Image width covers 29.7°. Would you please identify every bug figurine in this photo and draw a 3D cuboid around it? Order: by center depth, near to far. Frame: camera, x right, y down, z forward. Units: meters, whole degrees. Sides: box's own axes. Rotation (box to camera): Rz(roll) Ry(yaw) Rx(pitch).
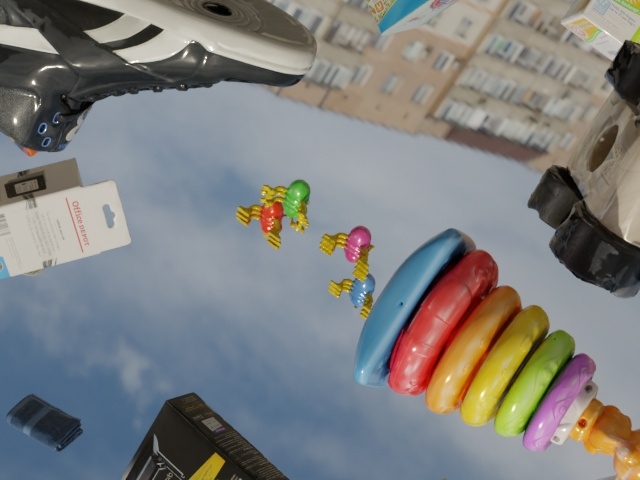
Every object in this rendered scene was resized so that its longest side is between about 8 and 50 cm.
[{"bbox_3d":[0.000,0.000,1.887,0.279,0.216,0.072,39,-114,9],"label":"bug figurine"}]

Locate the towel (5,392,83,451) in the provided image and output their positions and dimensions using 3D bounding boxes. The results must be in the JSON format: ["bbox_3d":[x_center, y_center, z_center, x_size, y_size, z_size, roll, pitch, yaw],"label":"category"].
[{"bbox_3d":[-0.445,0.292,1.943,0.119,0.029,0.067,24,-134,26],"label":"towel"}]

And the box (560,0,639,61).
[{"bbox_3d":[0.484,-0.321,1.816,0.203,0.114,0.103,34,179,-7],"label":"box"}]

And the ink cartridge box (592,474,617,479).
[{"bbox_3d":[0.502,0.414,1.769,0.218,0.158,0.092,-11,178,-10],"label":"ink cartridge box"}]

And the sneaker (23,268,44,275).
[{"bbox_3d":[-0.521,0.023,1.962,0.134,0.051,0.070,18,-178,-38],"label":"sneaker"}]

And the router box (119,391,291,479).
[{"bbox_3d":[-0.205,0.432,1.881,0.243,0.309,0.081,39,-159,21],"label":"router box"}]

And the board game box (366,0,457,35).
[{"bbox_3d":[0.121,-0.466,1.630,0.097,0.224,0.303,-21,-95,-43],"label":"board game box"}]

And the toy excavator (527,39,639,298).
[{"bbox_3d":[0.480,0.014,1.237,0.445,0.222,0.433,25,-161,-8],"label":"toy excavator"}]

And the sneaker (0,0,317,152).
[{"bbox_3d":[-0.118,-0.101,0.720,0.217,0.121,0.079,17,-152,-1],"label":"sneaker"}]

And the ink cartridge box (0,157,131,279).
[{"bbox_3d":[-0.318,-0.027,1.387,0.180,0.104,0.060,-15,-138,-9],"label":"ink cartridge box"}]

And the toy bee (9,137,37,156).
[{"bbox_3d":[-0.331,-0.213,1.186,0.162,0.298,0.195,44,-128,14],"label":"toy bee"}]

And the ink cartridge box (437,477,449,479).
[{"bbox_3d":[0.191,0.449,1.822,0.153,0.086,0.208,-25,-167,-22],"label":"ink cartridge box"}]

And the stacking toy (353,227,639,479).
[{"bbox_3d":[0.197,0.132,1.135,0.302,0.175,0.166,32,-178,17],"label":"stacking toy"}]
